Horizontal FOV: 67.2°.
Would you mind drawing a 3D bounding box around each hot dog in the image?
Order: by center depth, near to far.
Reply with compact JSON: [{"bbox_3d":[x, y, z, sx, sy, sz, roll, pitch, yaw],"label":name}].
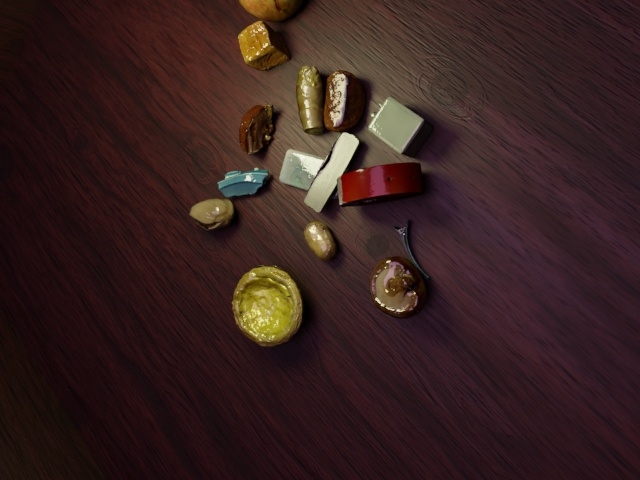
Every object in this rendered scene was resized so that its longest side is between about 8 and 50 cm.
[{"bbox_3d":[0.082,-0.522,1.825,0.160,0.099,0.226,16,100,26],"label":"hot dog"}]

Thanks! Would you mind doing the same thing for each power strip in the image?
[{"bbox_3d":[0.264,-0.416,1.712,0.224,0.140,0.139,41,110,20],"label":"power strip"}]

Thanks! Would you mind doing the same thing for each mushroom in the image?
[{"bbox_3d":[0.284,0.172,1.736,0.194,0.138,0.231,-41,60,40],"label":"mushroom"}]

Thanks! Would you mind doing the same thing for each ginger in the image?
[{"bbox_3d":[-0.039,-0.546,1.883,0.116,0.109,0.263,-4,96,29],"label":"ginger"}]

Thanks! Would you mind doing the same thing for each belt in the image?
[{"bbox_3d":[0.199,-0.195,1.705,0.324,0.227,0.115,-8,86,26],"label":"belt"}]

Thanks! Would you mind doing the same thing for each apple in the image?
[{"bbox_3d":[-0.190,-0.989,1.883,0.264,0.264,0.264,1,92,27],"label":"apple"}]

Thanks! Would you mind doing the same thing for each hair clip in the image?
[{"bbox_3d":[0.337,0.042,1.754,0.070,0.039,0.229,-24,86,26],"label":"hair clip"}]

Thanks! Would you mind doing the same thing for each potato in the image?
[{"bbox_3d":[0.000,0.000,1.897,0.107,0.080,0.170,-43,68,23],"label":"potato"}]

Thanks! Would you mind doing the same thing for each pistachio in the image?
[{"bbox_3d":[-0.477,-0.116,2.115,0.238,0.153,0.137,-9,127,29],"label":"pistachio"}]

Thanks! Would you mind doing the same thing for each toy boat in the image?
[{"bbox_3d":[-0.320,-0.257,2.052,0.238,0.109,0.098,-8,54,27],"label":"toy boat"}]

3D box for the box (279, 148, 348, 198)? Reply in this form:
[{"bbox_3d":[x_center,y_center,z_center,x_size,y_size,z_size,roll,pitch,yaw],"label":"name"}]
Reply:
[{"bbox_3d":[-0.029,-0.267,1.926,0.285,0.044,0.142,19,96,25],"label":"box"}]

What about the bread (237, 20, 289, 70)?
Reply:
[{"bbox_3d":[-0.232,-0.785,1.949,0.143,0.158,0.149,-21,86,25],"label":"bread"}]

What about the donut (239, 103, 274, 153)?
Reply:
[{"bbox_3d":[-0.274,-0.471,1.998,0.126,0.144,0.186,29,132,44],"label":"donut"}]

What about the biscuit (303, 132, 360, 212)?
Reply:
[{"bbox_3d":[0.043,-0.262,1.848,0.099,0.038,0.322,33,100,18],"label":"biscuit"}]

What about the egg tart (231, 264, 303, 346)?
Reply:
[{"bbox_3d":[-0.204,0.264,1.983,0.345,0.132,0.345,1,92,26],"label":"egg tart"}]
